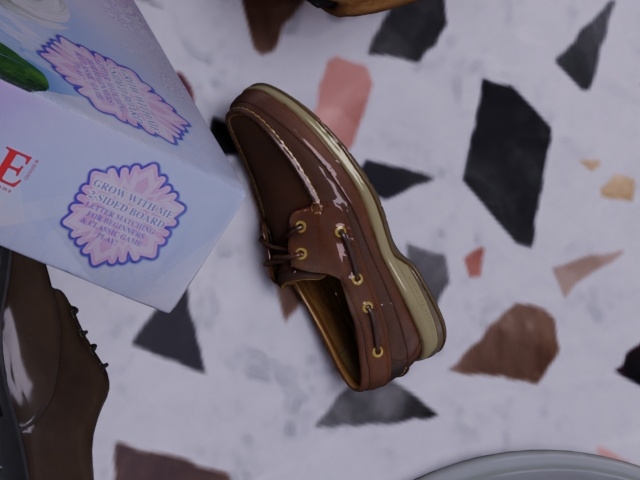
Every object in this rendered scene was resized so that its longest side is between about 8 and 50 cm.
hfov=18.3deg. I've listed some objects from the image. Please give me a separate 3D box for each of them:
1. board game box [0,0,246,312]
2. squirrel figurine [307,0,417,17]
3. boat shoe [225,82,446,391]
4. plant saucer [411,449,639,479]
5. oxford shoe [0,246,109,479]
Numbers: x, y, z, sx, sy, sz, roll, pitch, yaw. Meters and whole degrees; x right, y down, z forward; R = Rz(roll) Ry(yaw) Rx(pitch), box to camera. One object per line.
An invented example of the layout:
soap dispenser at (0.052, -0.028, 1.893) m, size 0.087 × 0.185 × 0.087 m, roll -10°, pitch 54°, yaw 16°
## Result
board game box at (-0.213, -0.128, 0.812) m, size 0.318 × 0.319 × 0.066 m, roll 24°, pitch 109°, yaw -32°
squirrel figurine at (0.005, -0.320, 0.986) m, size 0.370 × 0.281 × 0.397 m, roll 40°, pitch 72°, yaw -23°
boat shoe at (0.000, 0.000, 1.053) m, size 0.060 × 0.064 × 0.178 m, roll -37°, pitch 103°, yaw -26°
plant saucer at (0.148, 0.303, 1.036) m, size 0.400 × 0.100 × 0.400 m, roll 5°, pitch 74°, yaw -19°
oxford shoe at (-0.154, 0.049, 0.977) m, size 0.096 × 0.083 × 0.227 m, roll 4°, pitch 79°, yaw -50°
